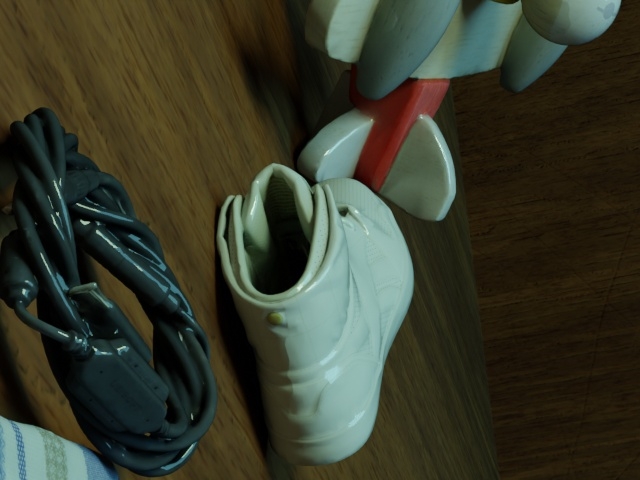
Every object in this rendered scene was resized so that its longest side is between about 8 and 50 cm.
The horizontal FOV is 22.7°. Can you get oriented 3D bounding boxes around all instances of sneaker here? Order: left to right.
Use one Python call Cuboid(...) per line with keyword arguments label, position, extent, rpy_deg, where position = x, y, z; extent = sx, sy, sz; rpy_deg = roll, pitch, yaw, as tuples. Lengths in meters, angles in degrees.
Cuboid(label="sneaker", position=(0.000, 0.000, 1.140), extent=(0.292, 0.108, 0.169), rpy_deg=(-84, 163, -55))

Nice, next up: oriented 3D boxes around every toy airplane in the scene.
Cuboid(label="toy airplane", position=(0.125, -0.200, 1.394), extent=(0.386, 0.272, 0.384), rpy_deg=(-62, 150, -32))

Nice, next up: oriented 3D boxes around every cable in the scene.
Cuboid(label="cable", position=(-0.099, 0.026, 0.725), extent=(0.184, 0.047, 0.150), rpy_deg=(54, 13, -55))

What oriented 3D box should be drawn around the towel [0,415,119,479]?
Cuboid(label="towel", position=(-0.112, 0.164, 0.573), extent=(0.285, 0.034, 0.209), rpy_deg=(50, 29, -73))
